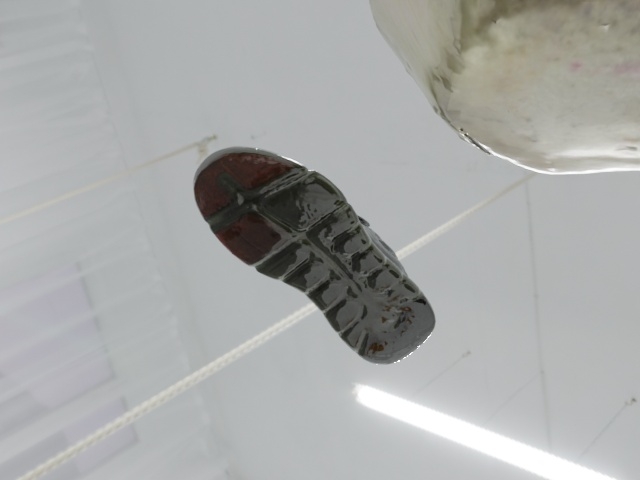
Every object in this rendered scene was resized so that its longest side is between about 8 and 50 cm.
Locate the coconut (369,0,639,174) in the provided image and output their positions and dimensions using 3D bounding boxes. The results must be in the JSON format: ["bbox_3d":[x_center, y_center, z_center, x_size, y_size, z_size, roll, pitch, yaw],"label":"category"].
[{"bbox_3d":[0.190,-0.204,0.404,0.353,0.353,0.352,27,-50,37],"label":"coconut"}]

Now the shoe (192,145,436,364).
[{"bbox_3d":[0.000,0.000,0.721,0.291,0.114,0.137,43,11,-23],"label":"shoe"}]
